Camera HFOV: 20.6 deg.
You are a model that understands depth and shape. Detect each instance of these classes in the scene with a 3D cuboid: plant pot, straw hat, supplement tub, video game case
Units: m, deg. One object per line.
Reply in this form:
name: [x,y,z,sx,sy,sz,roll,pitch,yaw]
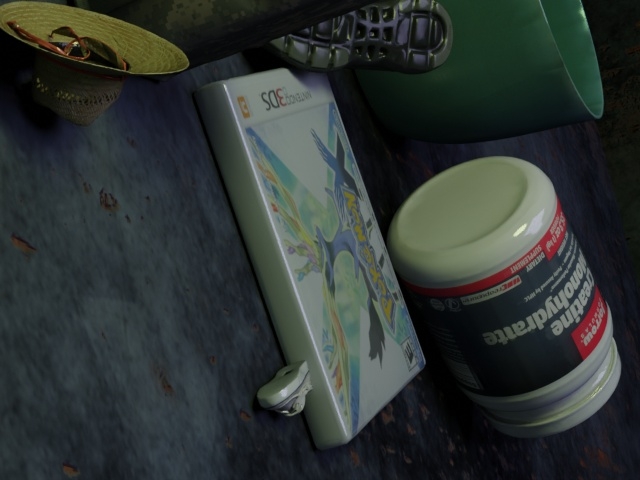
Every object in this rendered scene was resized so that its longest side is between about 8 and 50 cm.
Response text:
plant pot: [0.163,-0.243,2.007,0.293,0.235,0.293,-17,90,-72]
straw hat: [-0.166,-0.112,1.204,0.144,0.144,0.061,-43,152,-70]
supplement tub: [0.204,0.063,1.917,0.191,0.191,0.272,-82,149,-52]
video game case: [0.000,0.000,1.630,0.300,0.036,0.329,-29,101,-71]

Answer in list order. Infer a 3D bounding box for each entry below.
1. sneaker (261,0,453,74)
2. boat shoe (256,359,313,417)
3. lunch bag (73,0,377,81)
sneaker: [0.005,-0.205,1.716,0.267,0.106,0.101,9,87,-41]
boat shoe: [-0.025,0.127,1.446,0.100,0.035,0.035,-45,114,-77]
lunch bag: [-0.086,-0.291,1.331,0.169,0.235,0.287,-12,85,-72]
